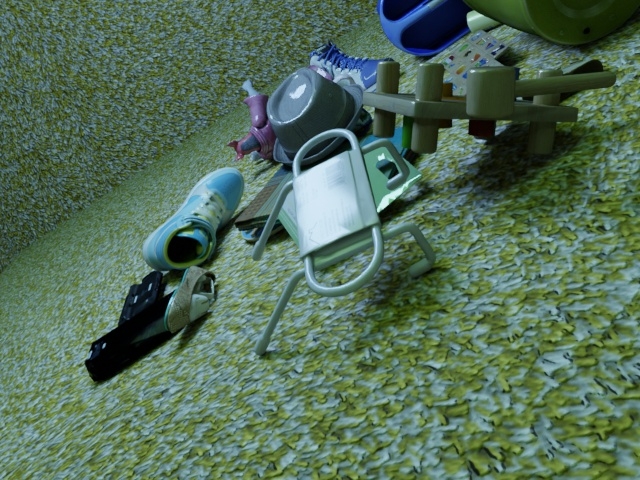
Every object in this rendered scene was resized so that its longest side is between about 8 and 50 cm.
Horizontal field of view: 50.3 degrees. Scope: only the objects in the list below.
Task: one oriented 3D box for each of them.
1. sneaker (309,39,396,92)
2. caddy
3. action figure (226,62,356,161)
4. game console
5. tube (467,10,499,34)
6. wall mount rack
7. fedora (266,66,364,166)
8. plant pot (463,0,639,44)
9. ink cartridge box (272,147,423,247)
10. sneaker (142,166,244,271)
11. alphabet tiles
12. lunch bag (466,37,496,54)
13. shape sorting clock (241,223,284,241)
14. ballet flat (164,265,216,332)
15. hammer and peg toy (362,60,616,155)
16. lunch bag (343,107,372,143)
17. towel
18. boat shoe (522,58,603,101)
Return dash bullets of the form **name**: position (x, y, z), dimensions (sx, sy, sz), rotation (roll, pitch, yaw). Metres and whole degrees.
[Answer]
- **sneaker**: position (0.061, -0.497, 1.994), dimensions (0.127, 0.182, 0.315), rotation (-48, 24, -27)
- **caddy**: position (0.318, -0.663, 1.888), dimensions (0.341, 0.241, 0.179), rotation (-35, 14, 3)
- **action figure**: position (-0.097, -0.324, 1.929), dimensions (0.370, 0.248, 0.276), rotation (-42, 48, -20)
- **game console**: position (-0.373, 0.150, 1.438), dimensions (0.213, 0.044, 0.361), rotation (-32, 21, 3)
- **tube**: position (0.492, -0.596, 1.728), dimensions (0.240, 0.062, 0.070), rotation (-13, 69, 35)
- **wall mount rack**: position (0.000, 0.000, 1.004), dimensions (0.304, 0.130, 0.350), rotation (-25, 39, 15)
- **fedora**: position (-0.031, -0.291, 1.497), dimensions (0.244, 0.124, 0.275), rotation (-20, 39, 29)
- **plant pot**: position (0.459, -0.556, 1.332), dimensions (0.366, 0.366, 0.353), rotation (-29, 32, 16)
- **ink cartridge box**: position (0.041, -0.082, 1.188), dimensions (0.235, 0.056, 0.171), rotation (-43, 36, 5)
- **sneaker**: position (-0.265, -0.047, 1.591), dimensions (0.319, 0.127, 0.208), rotation (-52, 22, -15)
- **alphabet tiles**: position (0.311, -0.360, 1.467), dimensions (0.198, 0.009, 0.237), rotation (-39, 30, 11)
- **lunch bag**: position (0.360, -0.422, 1.549), dimensions (0.071, 0.053, 0.083), rotation (-42, 31, -12)
- **shape sorting clock**: position (-0.090, -0.072, 1.488), dimensions (0.206, 0.040, 0.206), rotation (-31, 20, 13)
- **ballet flat**: position (-0.238, 0.106, 1.286), dimensions (0.067, 0.073, 0.206), rotation (5, 28, 1)
- **hammer and peg toy**: position (0.235, -0.191, 1.000), dimensions (0.266, 0.127, 0.361), rotation (-1, 15, -14)
- **lunch bag**: position (0.045, -0.282, 1.674), dimensions (0.129, 0.096, 0.151), rotation (-25, -7, 26)
- **towel**: position (0.022, -0.127, 1.385), dimensions (0.370, 0.040, 0.271), rotation (-10, 31, 38)
- **boat shoe**: position (0.402, -0.264, 1.143), dimensions (0.135, 0.050, 0.045), rotation (-20, 20, 10)
